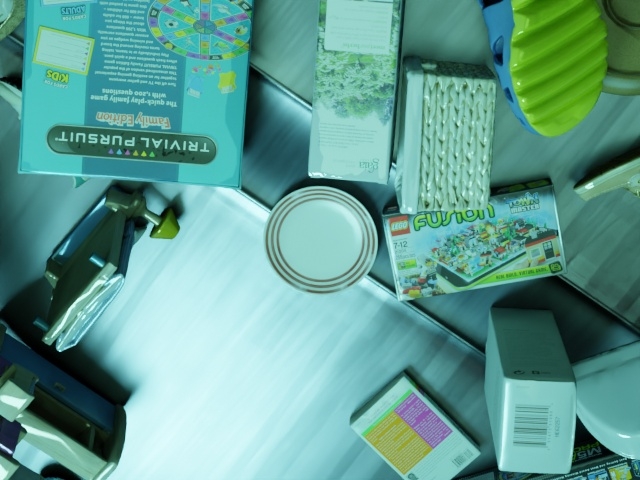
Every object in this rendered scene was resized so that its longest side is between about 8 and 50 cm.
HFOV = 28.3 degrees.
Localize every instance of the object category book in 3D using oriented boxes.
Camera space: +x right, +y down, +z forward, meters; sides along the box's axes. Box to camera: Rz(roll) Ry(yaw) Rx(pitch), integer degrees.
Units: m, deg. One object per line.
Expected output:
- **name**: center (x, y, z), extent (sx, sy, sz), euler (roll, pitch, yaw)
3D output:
- **book**: center (0.120, 0.249, 1.612), extent (0.096, 0.035, 0.144), euler (-42, 100, 12)

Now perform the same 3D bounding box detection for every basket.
- **basket**: center (0.143, -0.120, 1.455), extent (0.103, 0.113, 0.167), euler (3, 107, -1)

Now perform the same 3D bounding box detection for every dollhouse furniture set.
- **dollhouse furniture set**: center (-0.249, 0.131, 1.482), extent (0.198, 0.286, 0.303), euler (37, 106, -19)

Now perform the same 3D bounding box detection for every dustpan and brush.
- **dustpan and brush**: center (0.393, 0.232, 1.531), extent (0.147, 0.211, 0.060), euler (-20, 142, 10)

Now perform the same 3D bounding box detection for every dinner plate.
- **dinner plate**: center (0.000, 0.000, 1.551), extent (0.141, 0.017, 0.141), euler (1, 106, 5)

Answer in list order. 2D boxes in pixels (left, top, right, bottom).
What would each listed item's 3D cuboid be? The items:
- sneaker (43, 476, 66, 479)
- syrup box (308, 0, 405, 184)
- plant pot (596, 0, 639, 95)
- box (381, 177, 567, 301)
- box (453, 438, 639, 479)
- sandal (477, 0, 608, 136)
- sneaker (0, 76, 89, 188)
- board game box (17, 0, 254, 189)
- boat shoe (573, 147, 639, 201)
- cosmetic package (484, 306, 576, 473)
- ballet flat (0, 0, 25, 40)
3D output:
- **sneaker**: center (-0.332, 0.421, 1.668), extent (0.087, 0.092, 0.229), euler (-12, 105, 10)
- **syrup box**: center (0.043, -0.190, 1.448), extent (0.093, 0.096, 0.237), euler (5, 108, 5)
- **plant pot**: center (0.358, -0.278, 1.430), extent (0.236, 0.032, 0.236), euler (1, 106, 4)
- **box**: center (0.185, 0.000, 1.527), extent (0.206, 0.036, 0.114), euler (-11, 106, 8)
- **box**: center (0.324, 0.375, 1.619), extent (0.270, 0.060, 0.216), euler (-18, 104, 9)
- **sandal**: center (0.223, -0.268, 1.397), extent (0.126, 0.138, 0.318), euler (-21, 108, -14)
- **sneaker**: center (-0.333, -0.126, 1.517), extent (0.161, 0.057, 0.075), euler (37, 101, -10)
- **board game box**: center (-0.203, -0.237, 1.432), extent (0.253, 0.079, 0.336), euler (4, 103, -5)
- **boat shoe**: center (0.381, -0.077, 1.473), extent (0.170, 0.063, 0.059), euler (-24, 98, 10)
- **cosmetic package**: center (0.240, 0.168, 1.472), extent (0.085, 0.231, 0.117), euler (3, 108, 4)
- **ballet flat**: center (-0.405, -0.251, 1.479), extent (0.073, 0.067, 0.206), euler (42, 105, -8)
